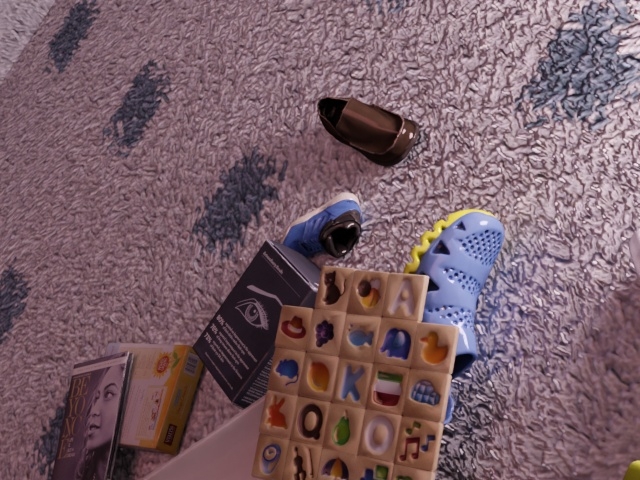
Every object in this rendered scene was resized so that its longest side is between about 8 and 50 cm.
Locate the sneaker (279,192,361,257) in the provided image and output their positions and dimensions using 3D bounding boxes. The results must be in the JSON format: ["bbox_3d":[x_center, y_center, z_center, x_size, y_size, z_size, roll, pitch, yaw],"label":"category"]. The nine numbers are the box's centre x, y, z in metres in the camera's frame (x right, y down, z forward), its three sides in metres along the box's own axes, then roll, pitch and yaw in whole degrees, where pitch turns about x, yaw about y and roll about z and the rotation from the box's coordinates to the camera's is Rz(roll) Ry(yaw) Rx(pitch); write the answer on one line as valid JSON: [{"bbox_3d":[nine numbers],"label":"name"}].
[{"bbox_3d":[-0.001,-0.001,1.785,0.152,0.058,0.085,-34,35,21],"label":"sneaker"}]

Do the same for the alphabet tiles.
[{"bbox_3d":[0.037,0.204,1.485,0.285,0.011,0.343,3,80,42],"label":"alphabet tiles"}]

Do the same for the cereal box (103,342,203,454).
[{"bbox_3d":[-0.296,0.256,1.964,0.240,0.047,0.173,-4,65,49],"label":"cereal box"}]

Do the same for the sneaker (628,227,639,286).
[{"bbox_3d":[0.396,0.067,1.256,0.091,0.094,0.258,-40,41,31],"label":"sneaker"}]

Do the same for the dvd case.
[{"bbox_3d":[-0.380,0.300,1.981,0.164,0.018,0.221,-17,57,44],"label":"dvd case"}]

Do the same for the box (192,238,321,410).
[{"bbox_3d":[-0.065,0.130,1.727,0.207,0.108,0.153,-54,40,9],"label":"box"}]

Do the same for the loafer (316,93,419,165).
[{"bbox_3d":[0.061,-0.171,1.809,0.220,0.078,0.080,22,83,53],"label":"loafer"}]

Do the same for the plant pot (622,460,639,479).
[{"bbox_3d":[0.363,0.340,1.015,0.228,0.227,0.207,28,95,51],"label":"plant pot"}]

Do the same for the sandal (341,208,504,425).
[{"bbox_3d":[0.152,0.114,1.498,0.138,0.126,0.317,33,100,47],"label":"sandal"}]

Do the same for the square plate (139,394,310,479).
[{"bbox_3d":[-0.107,0.423,1.587,0.344,0.049,0.347,-36,58,27],"label":"square plate"}]
